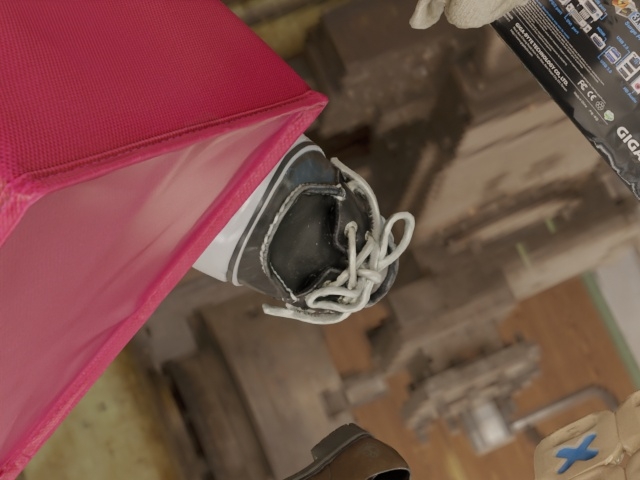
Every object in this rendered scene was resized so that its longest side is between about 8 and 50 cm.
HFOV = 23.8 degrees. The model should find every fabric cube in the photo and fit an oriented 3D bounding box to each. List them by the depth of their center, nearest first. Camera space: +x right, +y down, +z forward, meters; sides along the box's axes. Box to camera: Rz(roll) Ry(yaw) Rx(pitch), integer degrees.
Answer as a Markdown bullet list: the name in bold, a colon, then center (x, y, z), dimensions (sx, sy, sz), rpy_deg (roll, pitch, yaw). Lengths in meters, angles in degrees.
- **fabric cube**: center (-0.201, -0.032, 0.555), dimensions (0.259, 0.258, 0.254), rpy_deg (-49, 174, 19)

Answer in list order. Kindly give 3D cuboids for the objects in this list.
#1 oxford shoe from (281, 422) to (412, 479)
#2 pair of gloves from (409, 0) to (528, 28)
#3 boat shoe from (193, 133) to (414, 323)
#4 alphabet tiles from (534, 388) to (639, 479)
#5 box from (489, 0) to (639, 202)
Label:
- **oxford shoe**: center (-0.004, 0.257, 1.356), dimensions (0.227, 0.096, 0.082), rpy_deg (-43, 139, -28)
- **pair of gloves**: center (0.157, -0.185, 0.747), dimensions (0.240, 0.042, 0.204), rpy_deg (-36, 176, -34)
- **boat shoe**: center (-0.002, 0.004, 1.018), dimensions (0.113, 0.105, 0.306), rpy_deg (-60, 168, -5)
- **alphabet tiles**: center (0.194, 0.140, 0.799), dimensions (0.284, 0.021, 0.278), rpy_deg (-29, -166, 14)
- **box**: center (0.231, -0.209, 0.959), dimensions (0.293, 0.295, 0.073), rpy_deg (-45, 170, 38)
